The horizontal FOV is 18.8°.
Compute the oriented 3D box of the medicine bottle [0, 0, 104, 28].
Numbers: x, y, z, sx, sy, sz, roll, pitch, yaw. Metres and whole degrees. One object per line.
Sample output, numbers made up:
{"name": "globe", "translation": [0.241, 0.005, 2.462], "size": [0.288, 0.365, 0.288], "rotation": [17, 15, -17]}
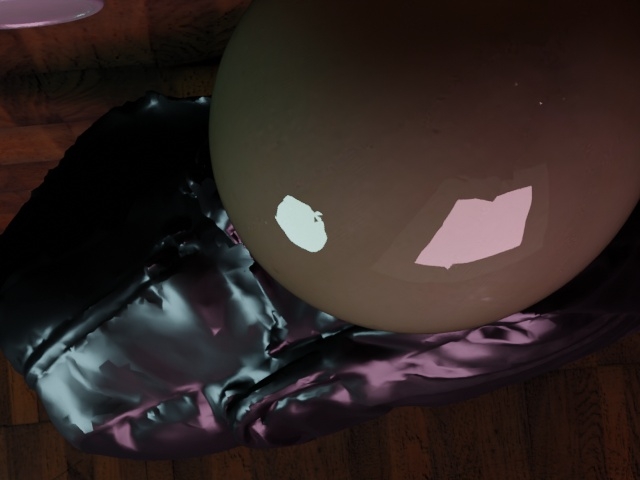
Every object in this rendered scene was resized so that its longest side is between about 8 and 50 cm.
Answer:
{"name": "medicine bottle", "translation": [-0.085, -0.105, 0.529], "size": [0.052, 0.089, 0.052], "rotation": [-5, 177, 0]}

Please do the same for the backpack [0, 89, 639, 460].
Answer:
{"name": "backpack", "translation": [0.000, 0.000, 1.206], "size": [0.445, 0.255, 0.363], "rotation": [-23, 170, 26]}

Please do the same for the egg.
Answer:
{"name": "egg", "translation": [0.051, -0.053, 0.844], "size": [0.186, 0.186, 0.241], "rotation": [-4, 173, -29]}
